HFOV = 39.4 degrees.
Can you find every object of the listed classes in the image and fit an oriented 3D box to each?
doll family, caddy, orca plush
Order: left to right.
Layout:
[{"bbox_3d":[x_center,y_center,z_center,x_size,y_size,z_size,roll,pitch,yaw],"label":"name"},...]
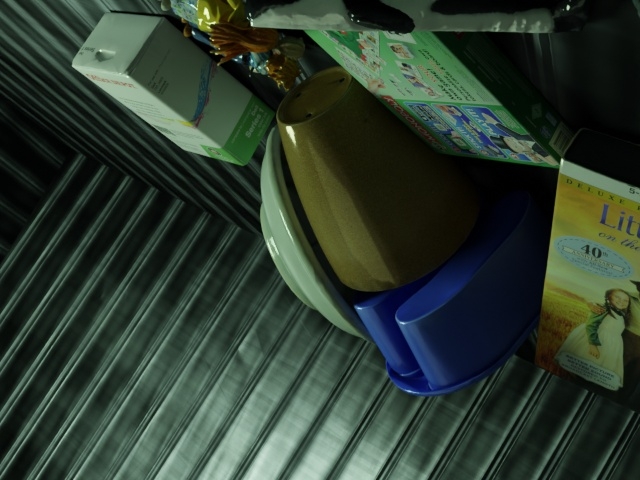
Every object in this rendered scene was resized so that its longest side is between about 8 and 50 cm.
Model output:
[{"bbox_3d":[-0.101,-0.252,1.089,0.163,0.118,0.263,28,172,14],"label":"doll family"},{"bbox_3d":[0.083,-0.227,0.745,0.287,0.102,0.151,5,-162,13],"label":"orca plush"},{"bbox_3d":[0.216,0.075,1.311,0.179,0.341,0.241,53,161,-24],"label":"caddy"}]

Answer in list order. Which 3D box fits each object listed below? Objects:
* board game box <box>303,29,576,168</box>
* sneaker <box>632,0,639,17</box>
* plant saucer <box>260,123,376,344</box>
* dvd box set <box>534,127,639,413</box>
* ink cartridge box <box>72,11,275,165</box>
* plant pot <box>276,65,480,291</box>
[{"bbox_3d":[0.119,-0.190,0.999,0.317,0.046,0.213,36,169,-36],"label":"board game box"},{"bbox_3d":[0.282,-0.141,0.410,0.283,0.110,0.122,-1,171,-9],"label":"sneaker"},{"bbox_3d":[0.000,0.000,1.466,0.400,0.100,0.400,51,-157,-32],"label":"plant saucer"},{"bbox_3d":[0.415,0.081,1.050,0.308,0.062,0.420,24,148,24],"label":"dvd box set"},{"bbox_3d":[-0.247,-0.256,1.515,0.201,0.117,0.278,19,167,47],"label":"ink cartridge box"},{"bbox_3d":[0.056,-0.103,1.213,0.237,0.237,0.254,17,150,52],"label":"plant pot"}]
